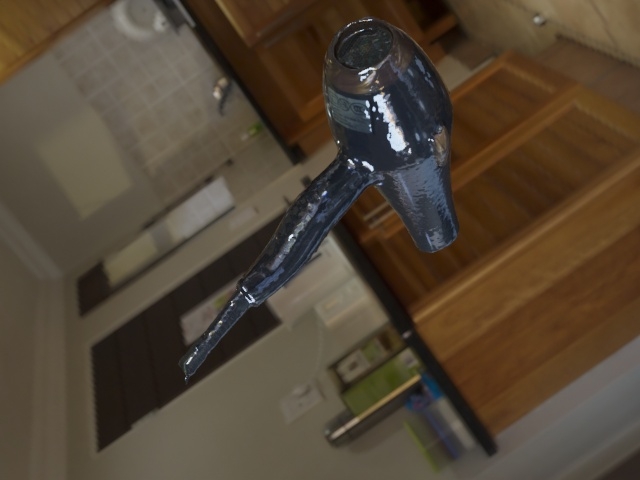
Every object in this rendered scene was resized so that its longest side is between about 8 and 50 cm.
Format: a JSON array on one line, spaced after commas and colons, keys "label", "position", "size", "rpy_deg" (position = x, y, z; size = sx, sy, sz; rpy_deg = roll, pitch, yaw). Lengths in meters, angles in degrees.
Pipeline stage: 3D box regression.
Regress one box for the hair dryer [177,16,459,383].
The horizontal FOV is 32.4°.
[{"label": "hair dryer", "position": [0.000, 0.000, 0.991], "size": [0.120, 0.359, 0.304], "rpy_deg": [32, 161, 29]}]
